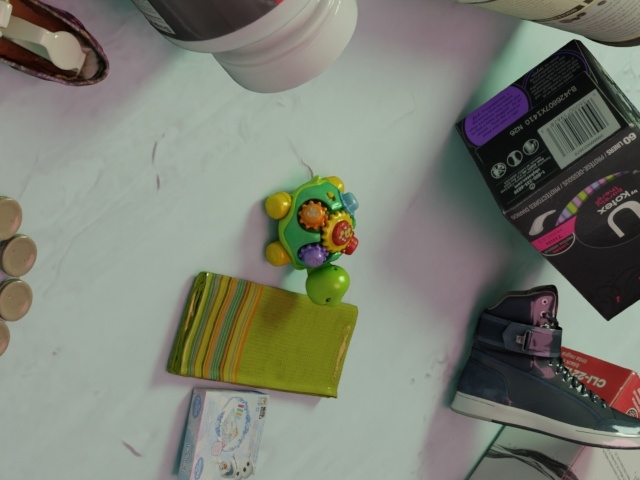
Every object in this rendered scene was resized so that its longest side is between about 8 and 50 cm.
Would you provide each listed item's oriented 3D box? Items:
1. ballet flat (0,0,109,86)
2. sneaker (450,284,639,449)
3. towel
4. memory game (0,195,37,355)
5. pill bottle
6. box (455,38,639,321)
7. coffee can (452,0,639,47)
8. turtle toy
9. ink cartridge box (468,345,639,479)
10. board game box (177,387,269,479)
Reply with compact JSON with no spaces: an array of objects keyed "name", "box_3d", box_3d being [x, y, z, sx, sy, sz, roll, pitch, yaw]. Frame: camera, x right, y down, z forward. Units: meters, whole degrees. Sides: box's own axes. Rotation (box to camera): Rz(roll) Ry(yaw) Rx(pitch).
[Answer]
[{"name":"ballet flat","box_3d":[-0.248,-0.170,1.463,0.221,0.079,0.076,20,90,-49]},{"name":"sneaker","box_3d":[0.272,0.137,2.064,0.086,0.226,0.163,73,31,-89]},{"name":"towel","box_3d":[-0.049,0.095,1.825,0.237,0.021,0.102,14,94,-49]},{"name":"memory game","box_3d":[-0.306,0.036,1.529,0.186,0.012,0.186,-21,119,-42]},{"name":"pill bottle","box_3d":[-0.097,-0.263,1.517,0.176,0.176,0.318,-57,137,-16]},{"name":"box","box_3d":[0.291,-0.059,1.999,0.165,0.143,0.270,-36,139,13]},{"name":"coffee can","box_3d":[0.233,-0.308,1.842,0.275,0.202,0.201,6,100,-48]},{"name":"turtle toy","box_3d":[0.000,0.000,1.807,0.095,0.066,0.130,-20,119,-42]},{"name":"ink cartridge box","box_3d":[0.281,0.294,2.189,0.273,0.114,0.197,-53,137,-21]},{"name":"board game box","box_3d":[-0.093,0.188,1.807,0.090,0.020,0.090,9,92,-50]}]
